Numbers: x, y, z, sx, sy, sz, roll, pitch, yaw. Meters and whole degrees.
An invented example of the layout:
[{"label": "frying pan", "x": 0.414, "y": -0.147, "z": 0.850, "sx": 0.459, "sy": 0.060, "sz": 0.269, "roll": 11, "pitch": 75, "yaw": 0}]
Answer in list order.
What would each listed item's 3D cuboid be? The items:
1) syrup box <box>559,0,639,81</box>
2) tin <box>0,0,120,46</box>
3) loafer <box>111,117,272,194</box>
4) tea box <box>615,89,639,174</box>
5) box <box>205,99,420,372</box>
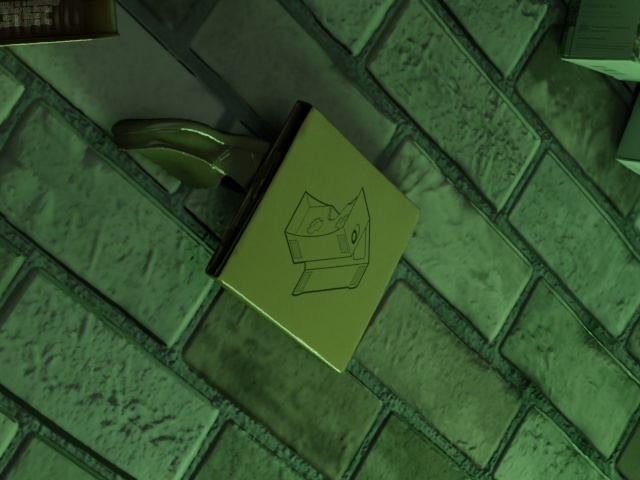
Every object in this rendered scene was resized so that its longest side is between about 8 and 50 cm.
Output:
[{"label": "syrup box", "x": 0.314, "y": -0.275, "z": 1.523, "sx": 0.093, "sy": 0.096, "sz": 0.236, "roll": 12, "pitch": 89, "yaw": -38}, {"label": "tin", "x": -0.228, "y": -0.150, "z": 1.099, "sx": 0.190, "sy": 0.106, "sz": 0.040, "roll": -10, "pitch": 97, "yaw": -39}, {"label": "loafer", "x": -0.098, "y": -0.066, "z": 1.252, "sx": 0.148, "sy": 0.056, "sz": 0.050, "roll": 8, "pitch": 87, "yaw": -40}, {"label": "tea box", "x": 0.522, "y": -0.171, "z": 1.567, "sx": 0.220, "sy": 0.323, "sz": 0.329, "roll": 27, "pitch": 82, "yaw": -39}, {"label": "box", "x": 0.000, "y": 0.000, "z": 1.342, "sx": 0.201, "sy": 0.021, "sz": 0.164, "roll": 41, "pitch": 72, "yaw": -49}]
